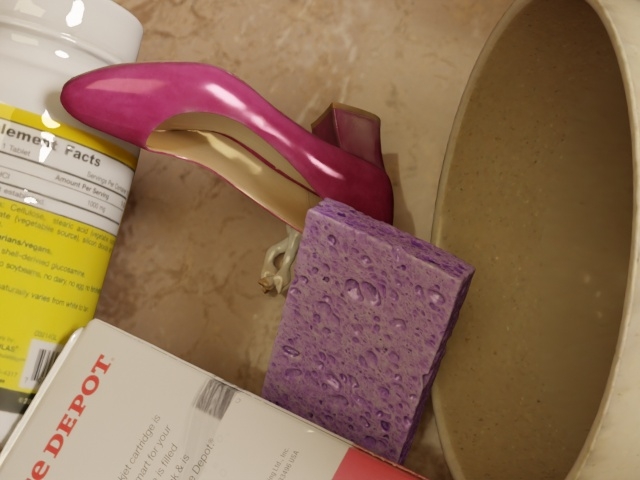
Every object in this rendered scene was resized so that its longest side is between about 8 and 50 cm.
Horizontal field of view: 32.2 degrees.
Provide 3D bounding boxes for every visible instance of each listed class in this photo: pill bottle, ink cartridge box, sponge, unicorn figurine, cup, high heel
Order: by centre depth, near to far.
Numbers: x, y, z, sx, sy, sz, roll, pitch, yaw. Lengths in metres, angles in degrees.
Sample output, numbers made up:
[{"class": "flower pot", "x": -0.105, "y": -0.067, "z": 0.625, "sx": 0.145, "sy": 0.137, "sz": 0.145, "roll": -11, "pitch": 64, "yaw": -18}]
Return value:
[{"class": "cup", "x": 0.228, "y": 0.019, "z": 0.698, "sx": 0.237, "sy": 0.331, "sz": 0.331, "roll": 6, "pitch": 82, "yaw": -10}, {"class": "ink cartridge box", "x": -0.078, "y": 0.206, "z": 0.748, "sx": 0.283, "sy": 0.117, "sz": 0.207, "roll": 22, "pitch": 74, "yaw": 24}, {"class": "high heel", "x": -0.061, "y": -0.049, "z": 0.776, "sx": 0.244, "sy": 0.082, "sz": 0.117, "roll": 11, "pitch": 62, "yaw": -26}, {"class": "sponge", "x": 0.024, "y": 0.082, "z": 0.786, "sx": 0.117, "sy": 0.031, "sz": 0.210, "roll": 26, "pitch": 123, "yaw": 17}, {"class": "pill bottle", "x": -0.246, "y": -0.025, "z": 0.838, "sx": 0.188, "sy": 0.188, "sz": 0.334, "roll": 13, "pitch": 83, "yaw": 13}, {"class": "unicorn figurine", "x": 0.000, "y": 0.000, "z": 0.858, "sx": 0.162, "sy": 0.060, "sz": 0.111, "roll": 33, "pitch": 79, "yaw": 0}]
